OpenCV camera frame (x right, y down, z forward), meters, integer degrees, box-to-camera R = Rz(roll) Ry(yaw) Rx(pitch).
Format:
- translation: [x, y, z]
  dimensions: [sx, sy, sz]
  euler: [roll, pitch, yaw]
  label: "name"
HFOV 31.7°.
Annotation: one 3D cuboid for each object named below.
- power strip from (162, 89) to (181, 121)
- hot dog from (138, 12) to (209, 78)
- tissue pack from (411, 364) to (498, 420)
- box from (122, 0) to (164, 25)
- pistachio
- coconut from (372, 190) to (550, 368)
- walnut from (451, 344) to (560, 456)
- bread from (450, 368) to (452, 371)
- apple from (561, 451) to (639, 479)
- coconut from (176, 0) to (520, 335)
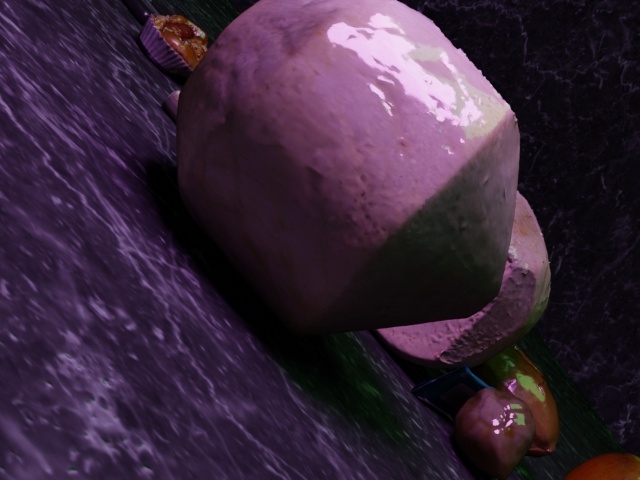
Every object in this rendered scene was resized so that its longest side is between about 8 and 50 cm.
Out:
- translation: [-0.121, -0.104, 1.573]
  dimensions: [0.268, 0.034, 0.092]
  euler: [50, 9, 8]
  label: "power strip"
- translation: [-0.228, -0.314, 1.830]
  dimensions: [0.131, 0.069, 0.253]
  euler: [49, 10, -1]
  label: "hot dog"
- translation: [0.192, 0.212, 1.580]
  dimensions: [0.138, 0.085, 0.028]
  euler: [38, 25, -51]
  label: "tissue pack"
- translation: [-0.307, -0.405, 1.963]
  dimensions: [0.126, 0.027, 0.125]
  euler: [52, 10, 23]
  label: "box"
- translation: [0.238, 0.262, 1.535]
  dimensions: [0.185, 0.108, 0.126]
  euler: [33, 44, -82]
  label: "pistachio"
- translation: [0.196, 0.043, 1.676]
  dimensions: [0.297, 0.297, 0.254]
  euler: [50, 21, 11]
  label: "coconut"
- translation: [0.289, 0.238, 1.780]
  dimensions: [0.245, 0.137, 0.137]
  euler: [58, 13, 26]
  label: "walnut"
- translation: [0.184, 0.127, 1.980]
  dimensions: [0.316, 0.054, 0.316]
  euler: [48, 10, -11]
  label: "bread"
- translation: [0.439, 0.404, 1.653]
  dimensions: [0.196, 0.196, 0.196]
  euler: [47, 9, -10]
  label: "apple"
- translation: [0.042, -0.074, 1.253]
  dimensions: [0.415, 0.344, 0.415]
  euler: [44, 8, -8]
  label: "coconut"
